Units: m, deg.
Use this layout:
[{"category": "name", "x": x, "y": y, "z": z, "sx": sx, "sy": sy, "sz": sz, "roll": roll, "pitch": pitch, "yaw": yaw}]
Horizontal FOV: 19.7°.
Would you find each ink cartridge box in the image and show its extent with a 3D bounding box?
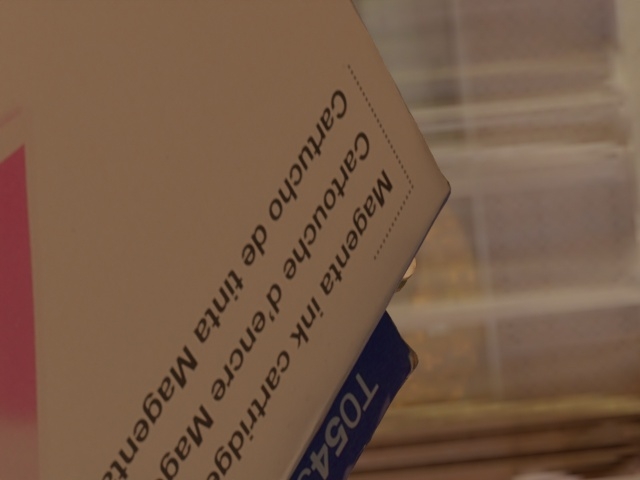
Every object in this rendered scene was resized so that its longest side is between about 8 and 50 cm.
[{"category": "ink cartridge box", "x": -0.082, "y": 0.053, "z": 0.440, "sx": 0.324, "sy": 0.071, "sz": 0.330, "roll": -60, "pitch": -44, "yaw": -29}]

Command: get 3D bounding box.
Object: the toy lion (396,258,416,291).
[{"category": "toy lion", "x": 0.000, "y": 0.000, "z": 1.206, "sx": 0.034, "sy": 0.100, "sz": 0.096, "roll": 117, "pitch": 131, "yaw": -68}]
